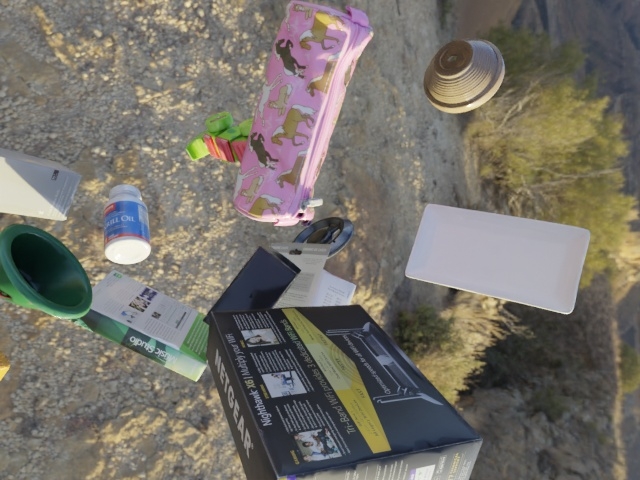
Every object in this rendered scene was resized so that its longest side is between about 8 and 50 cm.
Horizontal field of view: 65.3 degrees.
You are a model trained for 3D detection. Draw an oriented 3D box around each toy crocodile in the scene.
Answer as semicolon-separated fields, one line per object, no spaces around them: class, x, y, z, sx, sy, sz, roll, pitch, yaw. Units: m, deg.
toy crocodile;-0.193;-0.223;1.165;0.105;0.341;0.115;-42;130;-31

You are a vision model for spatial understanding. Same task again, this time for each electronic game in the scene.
electronic game;0.000;0.000;1.589;0.048;0.230;0.229;60;41;-28

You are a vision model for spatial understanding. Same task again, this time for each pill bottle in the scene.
pill bottle;-0.569;-0.053;1.461;0.124;0.124;0.221;37;28;-51

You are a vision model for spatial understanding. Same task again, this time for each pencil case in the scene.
pencil case;-0.036;-0.218;0.884;0.160;0.167;0.385;-45;152;-78

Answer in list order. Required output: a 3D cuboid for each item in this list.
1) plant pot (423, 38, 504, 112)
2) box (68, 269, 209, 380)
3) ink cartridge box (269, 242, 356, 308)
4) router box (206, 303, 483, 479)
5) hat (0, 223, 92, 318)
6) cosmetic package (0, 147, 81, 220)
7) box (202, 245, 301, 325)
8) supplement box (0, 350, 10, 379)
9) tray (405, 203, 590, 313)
plant pot;0.406;-0.505;1.463;0.110;0.238;0.237;31;62;-54
box;-0.411;0.199;1.222;0.058;0.322;0.232;-61;-172;12
ink cartridge box;-0.061;0.153;1.400;0.130;0.310;0.271;28;75;-35
router box;0.006;0.192;0.635;0.243;0.309;0.080;1;112;-24
hat;-0.518;0.086;0.819;0.208;0.184;0.173;55;7;-2
cosmetic package;-0.678;-0.129;1.111;0.127;0.107;0.238;-67;160;7
box;-0.135;0.111;1.083;0.184;0.103;0.261;-55;179;-1
supplement box;-0.385;0.179;0.436;0.233;0.080;0.078;-56;164;2
tray;0.290;0.026;0.842;0.030;0.271;0.145;45;62;-57
